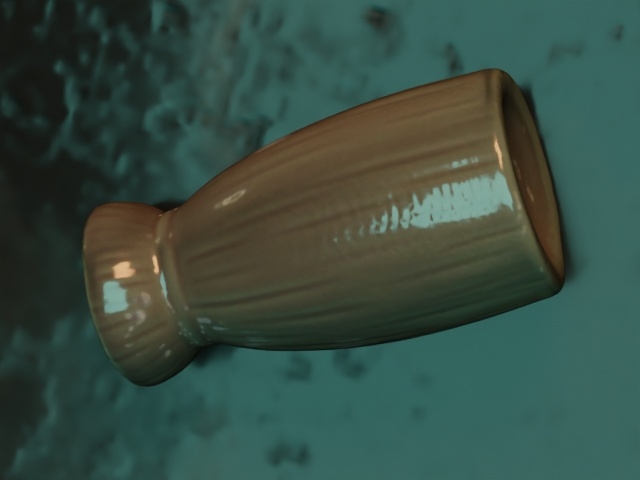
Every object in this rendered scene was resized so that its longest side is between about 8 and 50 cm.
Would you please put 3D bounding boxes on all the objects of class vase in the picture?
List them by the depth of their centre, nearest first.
[{"bbox_3d":[0.000,0.000,0.404,0.100,0.053,0.053,-16,88,16],"label":"vase"}]
